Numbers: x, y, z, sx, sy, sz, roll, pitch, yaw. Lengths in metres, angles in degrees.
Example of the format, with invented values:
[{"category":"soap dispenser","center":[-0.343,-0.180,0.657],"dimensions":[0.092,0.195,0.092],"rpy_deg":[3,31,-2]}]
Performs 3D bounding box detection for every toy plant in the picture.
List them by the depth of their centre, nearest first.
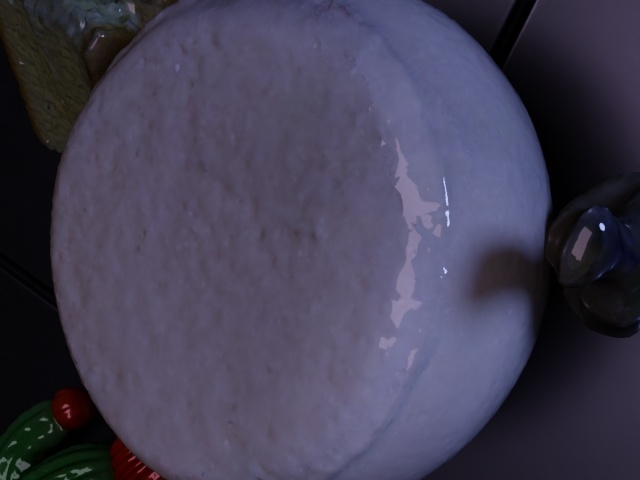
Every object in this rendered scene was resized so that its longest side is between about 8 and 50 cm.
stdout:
[{"category":"toy plant","center":[-0.174,0.184,0.805],"dimensions":[0.154,0.088,0.240],"rpy_deg":[34,101,37]}]

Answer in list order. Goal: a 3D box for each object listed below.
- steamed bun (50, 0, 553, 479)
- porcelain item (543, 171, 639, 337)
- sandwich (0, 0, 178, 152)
[{"category":"steamed bun","center":[0.000,0.000,0.643],"dimensions":[0.283,0.177,0.283],"rpy_deg":[0,90,38]},{"category":"porcelain item","center":[0.144,0.006,0.550],"dimensions":[0.069,0.215,0.081],"rpy_deg":[37,108,22]},{"category":"sandwich","center":[-0.124,-0.140,0.733],"dimensions":[0.122,0.128,0.236],"rpy_deg":[39,110,28]}]
